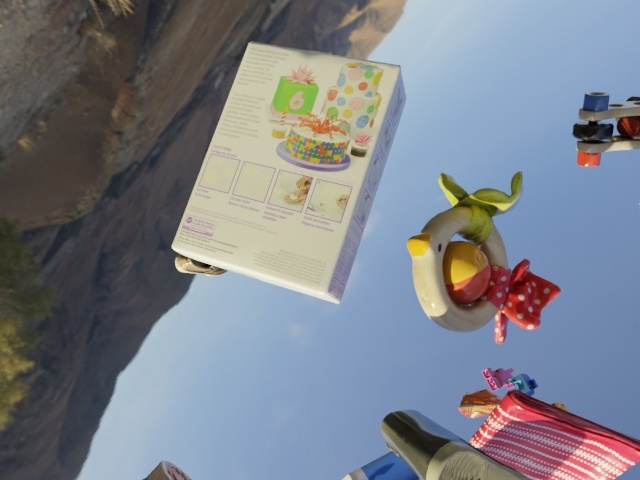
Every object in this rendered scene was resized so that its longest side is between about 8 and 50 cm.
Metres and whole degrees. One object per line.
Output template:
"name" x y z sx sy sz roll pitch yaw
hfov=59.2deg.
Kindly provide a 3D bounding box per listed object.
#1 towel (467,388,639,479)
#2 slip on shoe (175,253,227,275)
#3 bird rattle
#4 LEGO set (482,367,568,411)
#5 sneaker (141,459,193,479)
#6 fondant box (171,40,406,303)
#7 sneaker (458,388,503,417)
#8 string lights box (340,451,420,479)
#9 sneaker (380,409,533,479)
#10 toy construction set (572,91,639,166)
"towel" 0.310 0.337 0.824 0.031 0.198 0.275 -62 172 -52
"slip on shoe" -0.218 0.041 1.100 0.041 0.135 0.051 -15 -105 36
"bird rattle" 0.200 0.036 0.757 0.207 0.254 0.143 -28 -157 -32
"LEGO set" 0.452 0.352 1.182 0.093 0.227 0.087 -12 155 -31
"sneaker" -0.148 0.441 0.739 0.121 0.302 0.108 -44 170 -10
"fondant box" -0.039 -0.102 0.807 0.096 0.238 0.330 40 67 -69
"sneaker" 0.393 0.373 1.307 0.175 0.064 0.067 -15 -144 53
"string lights box" 0.138 0.496 1.168 0.259 0.077 0.133 -8 143 -42
"sneaker" 0.171 0.272 0.663 0.083 0.222 0.118 -49 -152 -8
"toy construction set" 0.568 -0.141 0.874 0.237 0.309 0.257 -22 -174 -42
